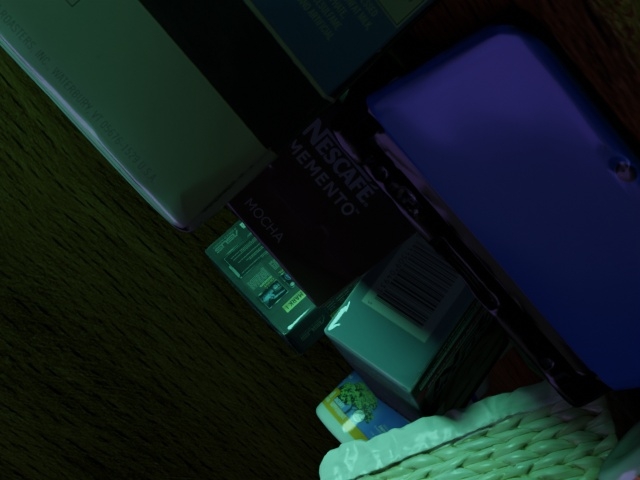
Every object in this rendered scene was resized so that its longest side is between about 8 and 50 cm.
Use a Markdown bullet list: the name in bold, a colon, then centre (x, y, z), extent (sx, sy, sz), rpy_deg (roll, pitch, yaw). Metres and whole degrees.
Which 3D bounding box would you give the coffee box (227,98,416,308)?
- **coffee box**: centre (-0.014, -0.072, 0.920), extent (0.168, 0.119, 0.297), rpy_deg (50, -174, -11)

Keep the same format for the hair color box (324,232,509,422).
- **hair color box**: centre (0.131, 0.102, 1.173), extent (0.113, 0.185, 0.374), rpy_deg (34, 171, 19)

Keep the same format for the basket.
- **basket**: centre (0.219, 0.347, 1.072), extent (0.328, 0.331, 0.266), rpy_deg (45, -150, -46)

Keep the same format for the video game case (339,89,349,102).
- **video game case**: centre (0.065, -0.117, 1.014), extent (0.143, 0.019, 0.157), rpy_deg (45, 174, 11)

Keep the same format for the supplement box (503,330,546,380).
- **supplement box**: centre (0.253, 0.118, 1.087), extent (0.083, 0.056, 0.083), rpy_deg (50, 174, -39)

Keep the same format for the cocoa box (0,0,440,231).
- **cocoa box**: centre (-0.094, -0.181, 0.613), extent (0.231, 0.228, 0.347), rpy_deg (48, 175, -17)

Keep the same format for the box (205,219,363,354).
- **box**: centre (0.000, 0.000, 1.250), extent (0.183, 0.233, 0.059), rpy_deg (41, 171, 39)

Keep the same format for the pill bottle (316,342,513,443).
- **pill bottle**: centre (0.138, 0.198, 1.435), extent (0.152, 0.272, 0.152), rpy_deg (45, 175, 5)

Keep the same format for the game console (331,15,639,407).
- **game console**: centre (0.167, -0.037, 0.747), extent (0.293, 0.173, 0.250), rpy_deg (48, -154, -14)

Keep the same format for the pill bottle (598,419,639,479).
- **pill bottle**: centre (0.349, 0.235, 0.850), extent (0.216, 0.121, 0.121), rpy_deg (45, 175, 10)
